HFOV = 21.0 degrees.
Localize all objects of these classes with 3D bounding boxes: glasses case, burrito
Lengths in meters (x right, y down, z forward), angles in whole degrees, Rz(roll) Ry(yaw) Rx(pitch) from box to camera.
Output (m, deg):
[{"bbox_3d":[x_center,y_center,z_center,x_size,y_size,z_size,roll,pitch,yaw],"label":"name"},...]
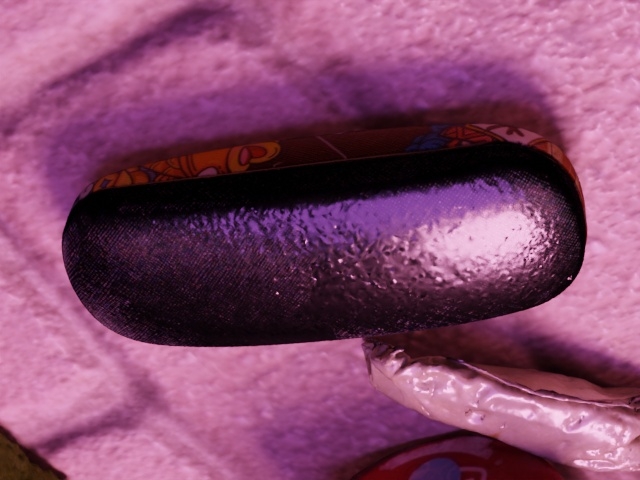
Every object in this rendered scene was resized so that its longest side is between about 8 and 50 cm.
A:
[{"bbox_3d":[0.000,0.000,1.049,0.321,0.082,0.122,-6,128,14],"label":"glasses case"},{"bbox_3d":[0.138,0.107,1.142,0.230,0.058,0.063,18,128,-7],"label":"burrito"}]

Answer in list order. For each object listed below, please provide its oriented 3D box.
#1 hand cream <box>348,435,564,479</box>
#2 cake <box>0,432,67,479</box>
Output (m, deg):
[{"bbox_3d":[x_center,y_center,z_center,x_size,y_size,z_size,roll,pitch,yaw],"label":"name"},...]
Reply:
[{"bbox_3d":[0.095,0.260,1.171,0.230,0.230,0.149,-13,129,18],"label":"hand cream"},{"bbox_3d":[-0.257,0.203,1.282,0.158,0.172,0.284,-25,156,34],"label":"cake"}]
